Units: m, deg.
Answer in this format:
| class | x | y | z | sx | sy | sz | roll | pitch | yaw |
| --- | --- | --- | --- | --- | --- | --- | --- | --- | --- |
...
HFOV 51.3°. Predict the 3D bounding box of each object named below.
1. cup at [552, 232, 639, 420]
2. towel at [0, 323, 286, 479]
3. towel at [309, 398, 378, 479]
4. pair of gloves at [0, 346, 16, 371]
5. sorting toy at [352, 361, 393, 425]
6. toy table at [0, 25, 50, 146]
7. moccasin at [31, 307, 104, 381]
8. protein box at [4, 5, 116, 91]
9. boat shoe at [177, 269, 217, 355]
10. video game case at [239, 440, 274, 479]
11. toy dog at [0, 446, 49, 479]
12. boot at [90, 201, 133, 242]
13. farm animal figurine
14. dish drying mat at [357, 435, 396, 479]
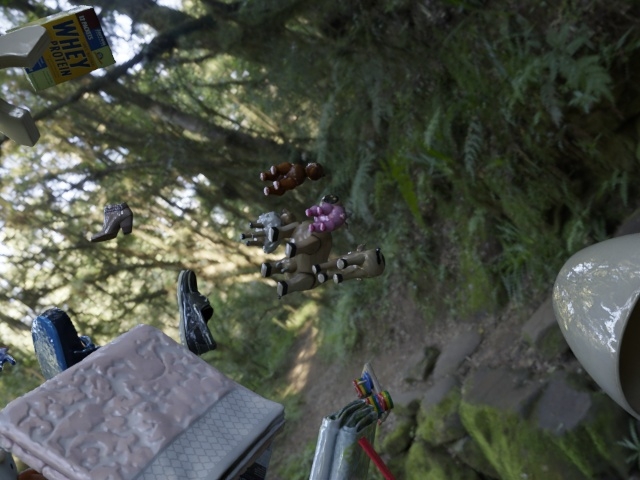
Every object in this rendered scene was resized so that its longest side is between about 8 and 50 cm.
| class | x | y | z | sx | sy | sz | roll | pitch | yaw |
| --- | --- | --- | --- | --- | --- | --- | --- | --- | --- |
| cup | 0.552 | 0.121 | 1.170 | 0.331 | 0.331 | 0.237 | -53 | 28 | -3 |
| towel | -0.249 | 0.264 | 0.988 | 0.332 | 0.317 | 0.053 | -34 | -33 | -61 |
| towel | 0.029 | 0.534 | 1.394 | 0.320 | 0.090 | 0.374 | 26 | -105 | -74 |
| pair of gloves | -0.841 | 0.301 | 1.616 | 0.159 | 0.198 | 0.023 | -140 | 47 | -70 |
| sorting toy | 0.124 | 0.396 | 1.699 | 0.046 | 0.132 | 0.274 | -19 | -23 | -11 |
| toy table | -0.537 | -0.249 | 1.004 | 0.252 | 0.161 | 0.274 | 88 | -165 | -68 |
| moccasin | -0.491 | 0.261 | 1.358 | 0.117 | 0.138 | 0.341 | -33 | -41 | -37 |
| protein box | -0.627 | -0.466 | 1.604 | 0.200 | 0.135 | 0.201 | -26 | 28 | -17 |
| boat shoe | -0.283 | 0.162 | 1.537 | 0.084 | 0.079 | 0.233 | 72 | -179 | -49 |
| video game case | -0.192 | 0.571 | 1.713 | 0.022 | 0.190 | 0.173 | -5 | 56 | 28 |
| toy dog | -0.501 | 0.504 | 1.203 | 0.161 | 0.334 | 0.220 | -43 | 17 | 39 |
| boot | -0.539 | -0.049 | 1.711 | 0.119 | 0.086 | 0.042 | -15 | -15 | -19 |
| farm animal figurine | 0.000 | 0.000 | 1.404 | 0.172 | 0.330 | 0.326 | -11 | -33 | -35 |
| dish drying mat | 0.089 | 0.345 | 1.046 | 0.008 | 0.083 | 0.032 | -40 | -15 | 8 |
